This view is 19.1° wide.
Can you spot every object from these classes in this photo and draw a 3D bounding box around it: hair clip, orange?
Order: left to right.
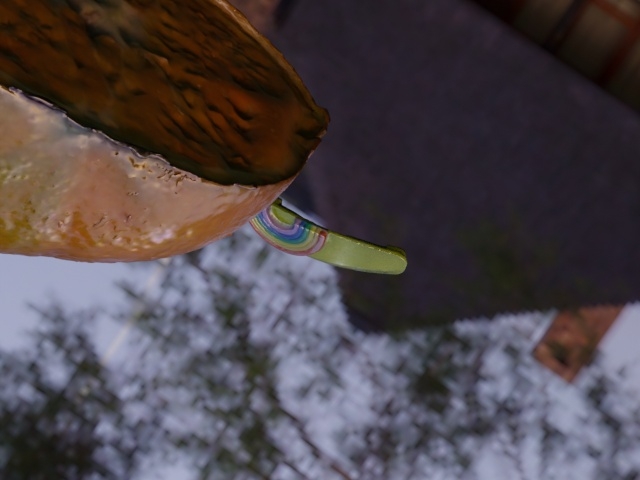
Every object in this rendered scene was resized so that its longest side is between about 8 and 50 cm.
[{"bbox_3d":[-0.162,-0.113,1.065,0.274,0.274,0.310,41,166,45],"label":"orange"},{"bbox_3d":[0.000,0.000,1.982,0.188,0.033,0.060,20,142,12],"label":"hair clip"}]
